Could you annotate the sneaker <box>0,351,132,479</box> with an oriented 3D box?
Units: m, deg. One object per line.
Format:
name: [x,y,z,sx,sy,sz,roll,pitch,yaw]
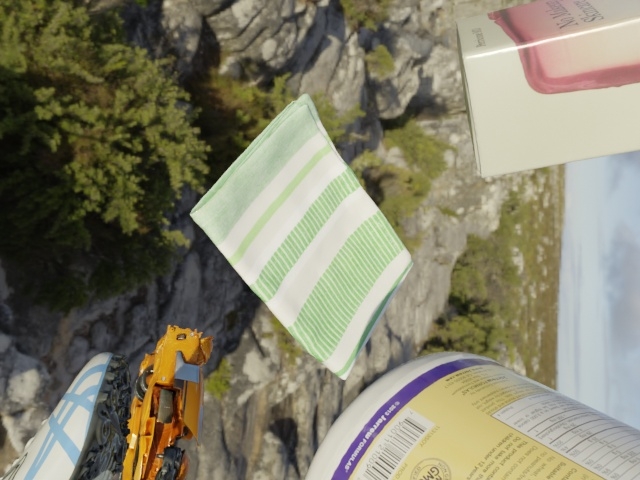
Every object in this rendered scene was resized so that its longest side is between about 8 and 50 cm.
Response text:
sneaker: [-0.191,0.172,0.417,0.085,0.086,0.237,92,9,-47]

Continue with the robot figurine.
robot figurine: [-0.199,0.267,0.794,0.085,0.211,0.291,12,60,-22]

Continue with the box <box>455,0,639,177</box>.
box: [0.257,-0.165,0.613,0.148,0.232,0.127,-76,153,-58]

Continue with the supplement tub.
supplement tub: [0.163,0.230,0.380,0.241,0.331,0.241,-11,110,-34]

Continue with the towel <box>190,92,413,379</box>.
towel: [0.000,0.000,0.855,0.325,0.038,0.248,54,54,-28]
